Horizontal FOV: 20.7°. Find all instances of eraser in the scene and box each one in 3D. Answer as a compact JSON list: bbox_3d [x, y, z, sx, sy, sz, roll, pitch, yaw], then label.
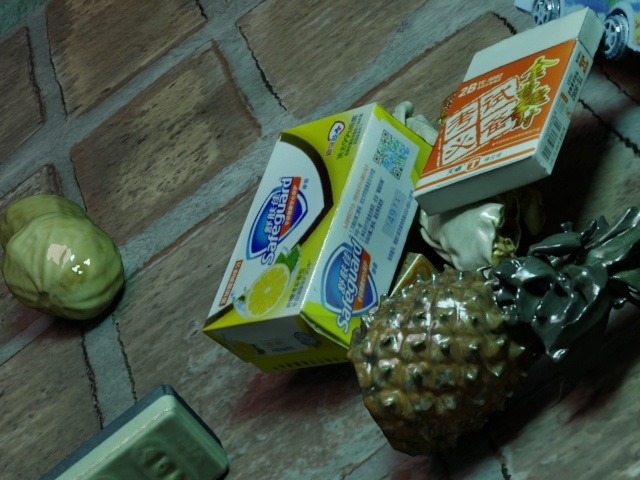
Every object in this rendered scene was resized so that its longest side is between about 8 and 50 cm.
[{"bbox_3d":[0.193,-0.133,1.790,0.157,0.038,0.230,-20,33,41],"label":"eraser"}]

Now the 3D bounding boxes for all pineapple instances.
[{"bbox_3d":[0.200,0.060,1.555,0.365,0.165,0.165,-28,28,17],"label":"pineapple"}]

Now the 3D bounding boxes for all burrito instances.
[{"bbox_3d":[0.133,-0.058,1.889,0.117,0.076,0.392,-64,22,13],"label":"burrito"}]

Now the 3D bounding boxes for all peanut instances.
[{"bbox_3d":[-0.361,0.017,2.358,0.147,0.147,0.319,-42,29,-6],"label":"peanut"}]

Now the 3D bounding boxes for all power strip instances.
[{"bbox_3d":[-0.225,0.267,1.821,0.257,0.105,0.070,-37,26,6],"label":"power strip"}]

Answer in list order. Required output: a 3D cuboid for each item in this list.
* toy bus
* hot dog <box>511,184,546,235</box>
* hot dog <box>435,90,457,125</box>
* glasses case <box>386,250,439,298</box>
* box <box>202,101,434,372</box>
[{"bbox_3d":[0.328,-0.269,1.894,0.330,0.109,0.135,-141,59,-63],"label":"toy bus"},{"bbox_3d":[0.216,-0.037,1.820,0.034,0.030,0.090,-30,26,1],"label":"hot dog"},{"bbox_3d":[0.216,-0.166,1.996,0.188,0.055,0.072,-26,32,25],"label":"hot dog"},{"bbox_3d":[0.038,0.047,1.892,0.075,0.049,0.218,-54,29,-17],"label":"glasses case"},{"bbox_3d":[0.000,0.000,1.838,0.168,0.097,0.265,-11,50,49],"label":"box"}]
